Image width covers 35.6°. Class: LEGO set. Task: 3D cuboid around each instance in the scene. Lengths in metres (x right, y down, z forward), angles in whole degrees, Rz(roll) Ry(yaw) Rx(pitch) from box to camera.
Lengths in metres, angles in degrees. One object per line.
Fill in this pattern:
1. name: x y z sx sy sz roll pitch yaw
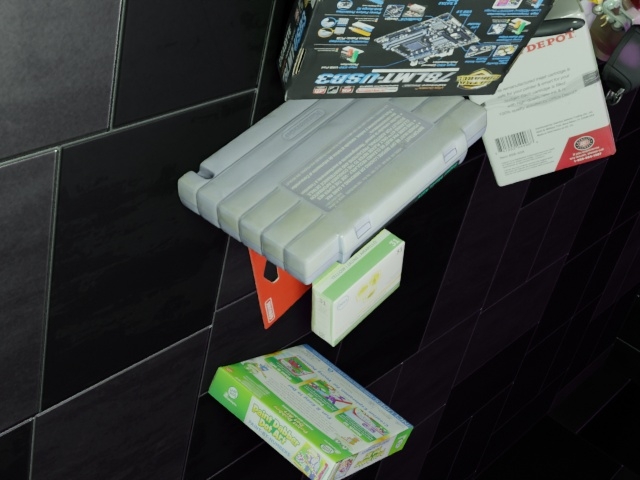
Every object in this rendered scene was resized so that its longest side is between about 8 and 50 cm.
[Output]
1. LEGO set: 0.454 -0.449 1.494 0.107 0.132 0.287 -39 153 -9

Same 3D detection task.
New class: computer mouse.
1. computer mouse: 0.515 -0.301 1.561 0.184 0.060 0.262 -56 165 5

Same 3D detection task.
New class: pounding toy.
1. pounding toy: 0.569 -0.406 1.773 0.154 0.269 0.155 -7 155 -31

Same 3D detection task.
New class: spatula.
1. spatula: 0.225 -0.272 1.398 0.084 0.296 0.030 4 76 -58

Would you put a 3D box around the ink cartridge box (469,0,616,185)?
1. ink cartridge box: 0.336 -0.244 1.574 0.197 0.114 0.273 -16 129 13

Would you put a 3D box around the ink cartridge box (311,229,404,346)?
1. ink cartridge box: 0.058 0.035 1.546 0.171 0.056 0.235 -40 151 -29

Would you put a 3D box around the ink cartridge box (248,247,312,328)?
1. ink cartridge box: 0.000 0.000 1.535 0.239 0.060 0.275 -44 151 -26

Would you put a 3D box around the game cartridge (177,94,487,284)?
1. game cartridge: 0.024 -0.104 1.272 0.355 0.230 0.068 -40 150 -29

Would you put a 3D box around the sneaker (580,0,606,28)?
1. sneaker: 0.424 -0.399 1.722 0.366 0.137 0.210 -53 154 3

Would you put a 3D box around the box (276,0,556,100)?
1. box: 0.120 -0.274 1.164 0.295 0.073 0.293 -3 155 -15

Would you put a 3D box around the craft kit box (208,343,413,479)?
1. craft kit box: -0.011 0.272 1.600 0.246 0.250 0.061 -2 123 -57
